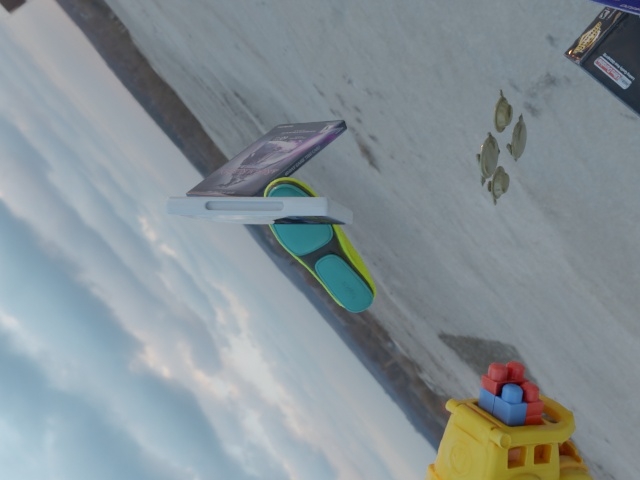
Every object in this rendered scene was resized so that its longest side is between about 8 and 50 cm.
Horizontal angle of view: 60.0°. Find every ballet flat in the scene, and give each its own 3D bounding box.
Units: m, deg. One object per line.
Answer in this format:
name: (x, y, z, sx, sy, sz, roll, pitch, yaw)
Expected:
ballet flat: (0.000, 0.000, 0.730, 0.231, 0.077, 0.077, 54, -161, -28)

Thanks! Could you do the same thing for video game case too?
video game case: (-0.049, -0.028, 0.539, 0.157, 0.143, 0.019, 7, -96, -79)
video game case: (-0.102, -0.152, 1.060, 0.196, 0.274, 0.026, 8, 131, 44)

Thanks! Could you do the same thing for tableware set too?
tableware set: (0.288, -0.146, 0.880, 0.020, 0.168, 0.141, 12, 158, 38)

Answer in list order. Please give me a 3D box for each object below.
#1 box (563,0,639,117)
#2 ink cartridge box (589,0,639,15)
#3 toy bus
box: (0.626, -0.347, 0.934, 0.296, 0.293, 0.073, 29, -154, -20)
ink cartridge box: (0.443, -0.360, 0.755, 0.223, 0.224, 0.045, 48, 146, 44)
toy bus: (0.275, 0.274, 0.762, 0.221, 0.211, 0.149, 6, -175, -25)
